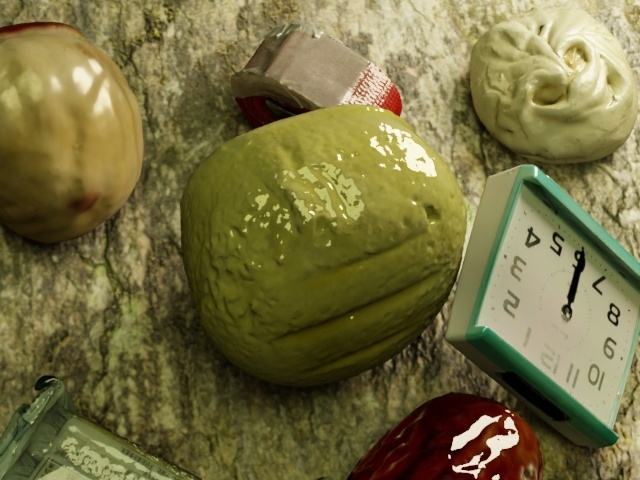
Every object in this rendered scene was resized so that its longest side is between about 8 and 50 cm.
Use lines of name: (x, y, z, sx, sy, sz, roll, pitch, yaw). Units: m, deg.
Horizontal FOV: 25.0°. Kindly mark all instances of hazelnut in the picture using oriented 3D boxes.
hazelnut: (-0.326, -0.123, 1.659, 0.241, 0.261, 0.261, -33, 68, 11)

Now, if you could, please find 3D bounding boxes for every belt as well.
belt: (0.001, -0.181, 1.774, 0.201, 0.128, 0.124, 31, 61, 4)

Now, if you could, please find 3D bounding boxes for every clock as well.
clock: (0.251, 0.078, 1.642, 0.262, 0.116, 0.231, 38, 60, -32)

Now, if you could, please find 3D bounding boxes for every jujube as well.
jujube: (0.117, 0.310, 1.494, 0.223, 0.223, 0.318, 27, 53, 6)

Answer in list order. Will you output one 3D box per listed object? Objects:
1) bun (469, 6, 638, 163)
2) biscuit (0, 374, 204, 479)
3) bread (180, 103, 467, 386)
bun: (0.303, -0.207, 1.837, 0.231, 0.133, 0.231, 4, 64, -8)
biscuit: (-0.207, 0.281, 1.519, 0.309, 0.079, 0.186, 26, 59, 6)
bread: (0.005, 0.009, 1.574, 0.320, 0.320, 0.237, -20, 63, -19)
